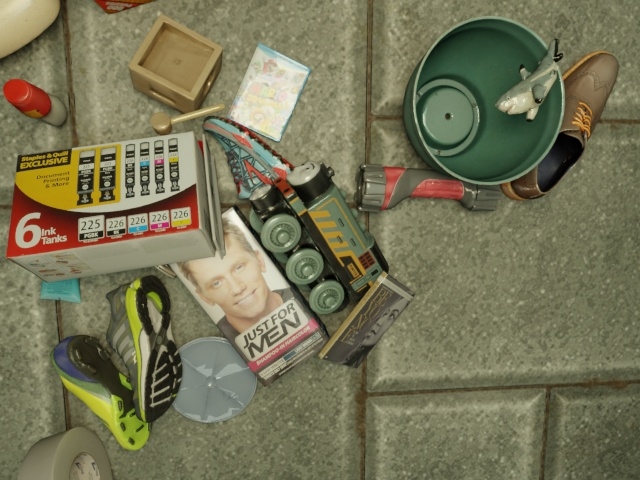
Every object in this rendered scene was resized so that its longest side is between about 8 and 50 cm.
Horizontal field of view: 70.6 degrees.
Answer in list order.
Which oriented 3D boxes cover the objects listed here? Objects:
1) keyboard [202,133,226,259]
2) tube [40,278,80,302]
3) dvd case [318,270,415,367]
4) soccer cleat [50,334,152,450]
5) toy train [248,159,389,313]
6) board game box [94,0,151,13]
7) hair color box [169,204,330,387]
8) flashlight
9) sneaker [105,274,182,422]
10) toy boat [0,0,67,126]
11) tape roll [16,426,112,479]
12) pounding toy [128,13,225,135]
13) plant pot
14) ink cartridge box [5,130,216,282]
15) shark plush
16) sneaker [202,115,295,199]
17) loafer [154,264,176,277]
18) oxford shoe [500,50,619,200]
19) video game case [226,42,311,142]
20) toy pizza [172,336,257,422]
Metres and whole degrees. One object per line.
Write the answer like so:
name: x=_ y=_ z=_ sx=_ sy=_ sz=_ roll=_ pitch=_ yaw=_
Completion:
keyboard: x=-0.205 y=-0.088 z=0.859 sx=0.014 sy=0.072 sz=0.255 roll=-14 pitch=59 yaw=-1
tube: x=-0.534 y=0.028 z=0.930 sx=0.080 sy=0.052 sz=0.206 roll=8 pitch=102 yaw=-1
dvd case: x=0.107 y=0.179 z=0.980 sx=0.221 sy=0.018 sz=0.164 roll=-53 pitch=142 yaw=3
soccer cleat: x=-0.468 y=0.327 z=0.972 sx=0.121 sy=0.093 sz=0.289 roll=-19 pitch=106 yaw=28
toy train: x=0.000 y=0.000 z=0.906 sx=0.190 sy=0.142 sz=0.333 roll=-36 pitch=120 yaw=-4
board game box: x=-0.292 y=-0.641 z=0.699 sx=0.357 sy=0.356 sz=0.356 roll=-19 pitch=99 yaw=-2
hair color box: x=-0.148 y=0.115 z=0.953 sx=0.174 sy=0.105 sz=0.347 roll=-36 pitch=100 yaw=-1
flashlight: x=0.229 y=-0.104 z=0.965 sx=0.304 sy=0.103 sz=0.103 roll=4 pitch=124 yaw=-8
sneaker: x=-0.374 y=0.226 z=0.944 sx=0.121 sy=0.111 sz=0.299 roll=-8 pitch=86 yaw=26
toy boat: x=-0.584 y=-0.363 z=0.831 sx=0.268 sy=0.148 sz=0.318 roll=-27 pitch=93 yaw=-7
tape roll: x=-0.507 y=0.499 z=0.912 sx=0.072 sy=0.219 sz=0.219 roll=-18 pitch=100 yaw=-2
pounding toy: x=-0.266 y=-0.283 z=0.866 sx=0.181 sy=0.094 sz=0.206 roll=26 pitch=75 yaw=-10
plant pot: x=0.286 y=-0.257 z=0.895 sx=0.293 sy=0.196 sz=0.292 roll=-1 pitch=97 yaw=-10
ink cartridge box: x=-0.368 y=-0.090 z=0.828 sx=0.310 sy=0.130 sz=0.271 roll=-9 pitch=66 yaw=-5
shark plush: x=0.372 y=-0.287 z=0.783 sx=0.067 sy=0.073 sz=0.161 roll=31 pitch=96 yaw=18
sneaker: x=-0.143 y=-0.143 z=0.917 sx=0.262 sy=0.104 sz=0.125 roll=38 pitch=95 yaw=-10
loafer: x=-0.348 y=0.030 z=0.951 sx=0.125 sy=0.045 sz=0.039 roll=37 pitch=86 yaw=-7
oxford shoe: x=0.537 y=-0.240 z=0.959 sx=0.130 sy=0.133 sz=0.363 roll=29 pitch=94 yaw=-9
video game case: x=-0.107 y=-0.305 z=0.941 sx=0.119 sy=0.015 sz=0.166 roll=24 pitch=95 yaw=-9
toy pizza: x=-0.243 y=0.308 z=1.007 sx=0.202 sy=0.032 sz=0.201 roll=-1 pitch=98 yaw=-7
